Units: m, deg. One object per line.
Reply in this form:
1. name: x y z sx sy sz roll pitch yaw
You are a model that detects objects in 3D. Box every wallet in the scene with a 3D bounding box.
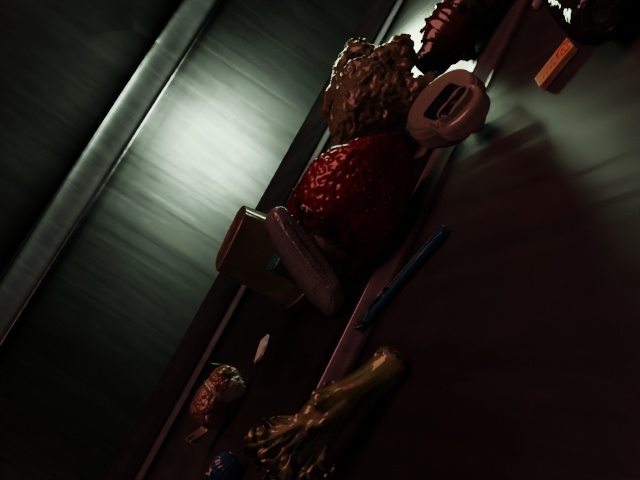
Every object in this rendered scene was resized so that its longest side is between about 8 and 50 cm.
1. wallet: -0.155 0.287 2.365 0.044 0.011 0.083 -49 15 34

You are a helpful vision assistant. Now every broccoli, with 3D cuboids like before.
1. broccoli: 0.020 0.289 1.467 0.304 0.165 0.145 -44 -18 4

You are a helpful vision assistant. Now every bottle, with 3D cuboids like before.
1. bottle: 0.331 -0.507 2.140 0.156 0.143 0.271 37 93 32

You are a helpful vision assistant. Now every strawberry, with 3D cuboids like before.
1. strawberry: 0.085 -0.101 1.897 0.288 0.238 0.250 -45 16 -4

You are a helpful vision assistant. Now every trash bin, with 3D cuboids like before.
1. trash bin: -0.120 0.041 2.282 0.219 0.250 0.220 -63 12 5

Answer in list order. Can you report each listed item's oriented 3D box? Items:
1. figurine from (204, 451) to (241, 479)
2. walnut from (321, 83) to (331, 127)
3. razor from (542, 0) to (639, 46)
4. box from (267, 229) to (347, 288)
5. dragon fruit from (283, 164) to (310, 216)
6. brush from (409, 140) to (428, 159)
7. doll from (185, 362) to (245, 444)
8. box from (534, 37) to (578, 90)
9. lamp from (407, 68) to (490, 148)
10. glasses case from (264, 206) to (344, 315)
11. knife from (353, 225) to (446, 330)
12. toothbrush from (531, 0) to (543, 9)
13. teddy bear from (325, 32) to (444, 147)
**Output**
1. figurine: -0.212 0.509 1.963 0.079 0.077 0.136 -26 -13 -16
2. walnut: 0.120 -0.355 2.407 0.225 0.225 0.261 -61 19 -14
3. razor: 0.466 -0.433 1.504 0.189 0.107 0.327 -53 12 21
4. box: 0.000 0.000 2.137 0.245 0.153 0.092 -60 12 -14
5. dragon fruit: -0.023 -0.082 2.466 0.262 0.163 0.189 -53 42 35
6. brush: 0.204 -0.211 2.184 0.090 0.017 0.314 -62 12 -16
7. doll: -0.272 0.421 2.289 0.115 0.105 0.221 27 93 36
8. box: 0.422 -0.316 1.605 0.093 0.015 0.058 -53 12 24
9. lamp: 0.273 -0.259 1.825 0.179 0.108 0.246 -53 20 3
10. glasses case: -0.038 0.045 1.982 0.067 0.282 0.109 -26 -26 -26
11. knife: 0.145 0.076 1.700 0.296 0.026 0.044 -52 2 27
12. toothbrush: 0.524 -0.613 1.914 0.288 0.021 0.024 -59 2 -7
13. teddy bear: 0.127 -0.358 2.163 0.357 0.224 0.368 -53 26 33
